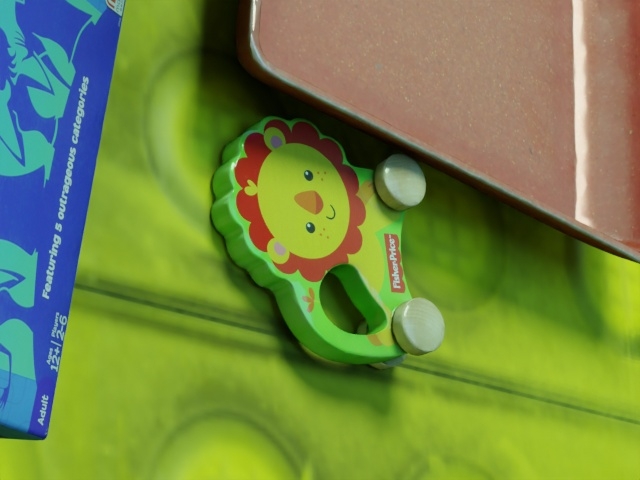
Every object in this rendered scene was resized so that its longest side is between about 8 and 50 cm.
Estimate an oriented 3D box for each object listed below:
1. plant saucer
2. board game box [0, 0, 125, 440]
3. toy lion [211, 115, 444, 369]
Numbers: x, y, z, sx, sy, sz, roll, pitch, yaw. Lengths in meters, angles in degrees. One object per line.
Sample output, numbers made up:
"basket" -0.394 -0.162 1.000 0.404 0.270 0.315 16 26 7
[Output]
"plant saucer" 0.057 -0.137 0.829 0.259 0.047 0.258 24 58 -38
"board game box" -0.141 -0.042 0.510 0.210 0.047 0.160 31 63 -57
"toy lion" 0.000 0.000 0.729 0.096 0.034 0.100 4 71 -37
